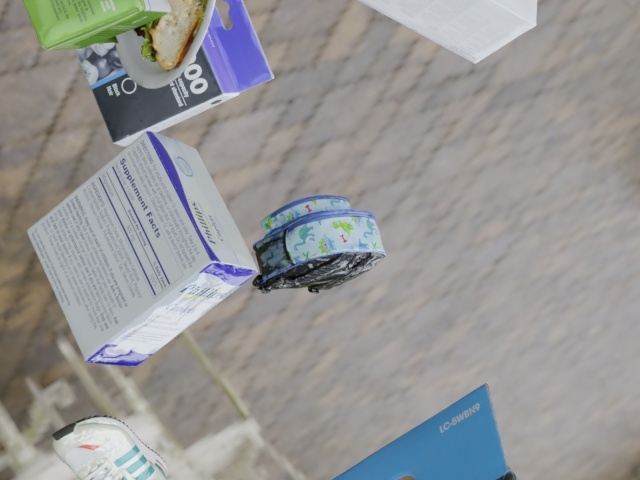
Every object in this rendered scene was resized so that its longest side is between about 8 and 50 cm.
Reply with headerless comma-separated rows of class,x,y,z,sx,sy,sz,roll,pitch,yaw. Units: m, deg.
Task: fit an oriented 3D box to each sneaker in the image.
sneaker,-0.178,0.214,1.399,0.057,0.075,0.161,-29,143,9

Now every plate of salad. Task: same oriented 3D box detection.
plate of salad,-0.158,-0.245,1.497,0.048,0.200,0.200,4,140,-35

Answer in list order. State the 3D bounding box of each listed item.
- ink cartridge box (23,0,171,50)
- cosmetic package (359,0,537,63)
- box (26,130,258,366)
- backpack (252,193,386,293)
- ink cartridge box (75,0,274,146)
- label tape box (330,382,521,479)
ink cartridge box,-0.206,-0.275,1.406,0.097,0.189,0.255,-20,-175,9
cosmetic package,0.102,-0.271,1.612,0.239,0.060,0.099,24,145,-29
box,-0.138,0.008,1.213,0.137,0.126,0.072,-37,156,20
backpack,0.000,0.000,1.565,0.114,0.084,0.105,-22,164,41
ink cartridge box,-0.188,-0.245,1.862,0.208,0.206,0.045,-23,179,10
label tape box,0.075,0.295,0.990,0.240,0.334,0.106,-36,130,28
